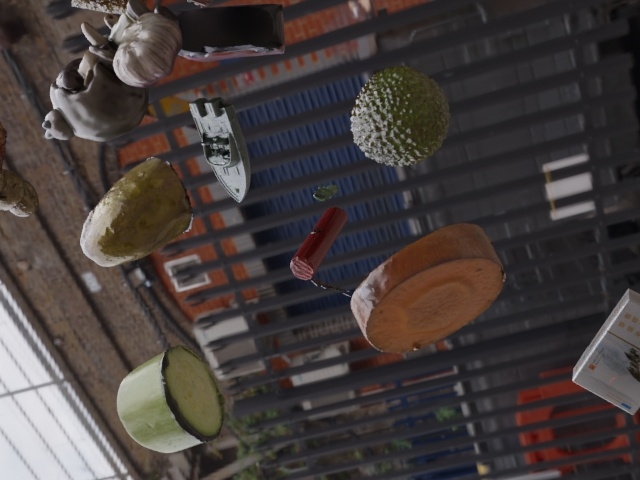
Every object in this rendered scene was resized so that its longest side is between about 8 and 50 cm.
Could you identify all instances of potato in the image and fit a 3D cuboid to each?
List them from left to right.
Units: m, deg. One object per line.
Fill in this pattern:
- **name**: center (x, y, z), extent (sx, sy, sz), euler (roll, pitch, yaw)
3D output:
- **potato**: center (-0.466, -0.048, 1.867), extent (0.229, 0.266, 0.229), euler (35, 147, 27)

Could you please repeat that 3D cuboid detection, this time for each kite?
- **kite**: center (0.027, 0.123, 2.052), extent (0.183, 0.160, 0.010), euler (17, -84, -58)

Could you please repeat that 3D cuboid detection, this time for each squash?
- **squash**: center (-0.302, 0.340, 1.609), extent (0.220, 0.133, 0.220), euler (44, -154, -29)

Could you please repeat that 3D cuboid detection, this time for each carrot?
- **carrot**: center (0.183, 0.084, 1.296), extent (0.307, 0.258, 0.100), euler (-2, -134, -46)

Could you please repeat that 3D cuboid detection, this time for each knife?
- **knife**: center (0.016, -0.128, 1.990), extent (0.043, 0.020, 0.293), euler (36, -167, 1)

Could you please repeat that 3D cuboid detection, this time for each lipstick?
- **lipstick**: center (-0.001, 0.000, 2.018), extent (0.280, 0.073, 0.073), euler (-58, -46, -53)

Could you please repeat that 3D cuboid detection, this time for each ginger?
- **ginger**: center (-0.637, -0.101, 1.516), extent (0.204, 0.104, 0.080), euler (26, -130, -68)

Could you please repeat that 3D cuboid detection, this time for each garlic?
- **garlic**: center (-0.317, -0.350, 1.417), extent (0.102, 0.147, 0.159), euler (34, -160, -36)

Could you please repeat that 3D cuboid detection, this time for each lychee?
- **lychee**: center (0.210, -0.329, 2.016), extent (0.270, 0.269, 0.320), euler (57, -166, -60)

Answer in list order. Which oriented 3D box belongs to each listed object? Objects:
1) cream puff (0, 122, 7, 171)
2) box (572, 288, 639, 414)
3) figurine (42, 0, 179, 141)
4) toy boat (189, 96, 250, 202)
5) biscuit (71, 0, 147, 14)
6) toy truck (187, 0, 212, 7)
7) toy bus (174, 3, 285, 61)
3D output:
- **cream puff**: center (-0.617, -0.156, 1.190), extent (0.164, 0.239, 0.240), euler (-135, 24, -68)
- **box**: center (0.661, 0.239, 1.618), extent (0.067, 0.149, 0.233), euler (-37, -25, -61)
- **figurine**: center (-0.455, -0.368, 1.687), extent (0.203, 0.380, 0.248), euler (44, -147, -2)
- **toy boat**: center (-0.273, -0.252, 2.163), extent (0.092, 0.141, 0.320), euler (-42, -54, -40)
- **biscuit**: center (-0.491, -0.573, 1.809), extent (0.126, 0.206, 0.025), euler (-41, -43, -41)
- **toy truck**: center (-0.285, -0.635, 1.713), extent (0.135, 0.114, 0.271), euler (-56, 32, 36)
- **toy bus**: center (-0.241, -0.551, 2.031), extent (0.147, 0.302, 0.128), euler (-2, -92, -84)
